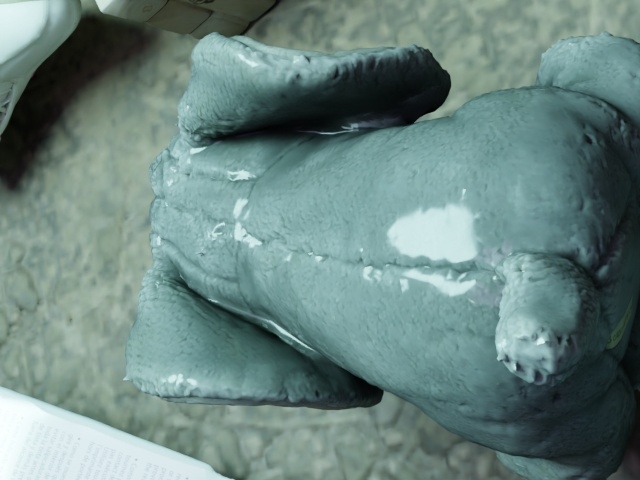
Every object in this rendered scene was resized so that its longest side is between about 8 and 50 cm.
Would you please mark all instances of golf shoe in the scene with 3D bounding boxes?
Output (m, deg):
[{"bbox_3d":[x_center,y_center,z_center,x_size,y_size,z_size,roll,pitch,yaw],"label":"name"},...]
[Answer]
[{"bbox_3d":[-0.163,-0.070,0.765,0.186,0.067,0.086,-21,85,47],"label":"golf shoe"}]

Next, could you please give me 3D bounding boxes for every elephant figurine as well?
[{"bbox_3d":[0.000,0.000,0.595,0.239,0.186,0.169,11,56,19],"label":"elephant figurine"}]

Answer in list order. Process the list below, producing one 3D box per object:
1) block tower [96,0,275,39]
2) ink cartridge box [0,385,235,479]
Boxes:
[{"bbox_3d":[0.025,-0.209,0.655,0.335,0.097,0.091,-37,68,25],"label":"block tower"},{"bbox_3d":[-0.105,0.171,0.703,0.224,0.056,0.181,19,79,9],"label":"ink cartridge box"}]
